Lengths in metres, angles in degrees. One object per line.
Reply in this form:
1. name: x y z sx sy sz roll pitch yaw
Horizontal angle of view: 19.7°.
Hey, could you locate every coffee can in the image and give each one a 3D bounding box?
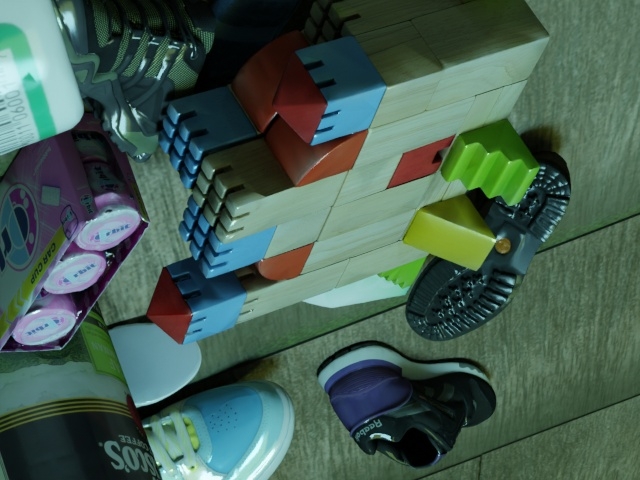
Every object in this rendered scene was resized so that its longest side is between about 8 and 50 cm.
1. coffee can: -0.248 0.176 1.563 0.201 0.275 0.201 -19 152 -10

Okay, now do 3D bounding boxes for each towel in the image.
1. towel: -0.060 -0.159 1.387 0.067 0.029 0.119 0 145 -36

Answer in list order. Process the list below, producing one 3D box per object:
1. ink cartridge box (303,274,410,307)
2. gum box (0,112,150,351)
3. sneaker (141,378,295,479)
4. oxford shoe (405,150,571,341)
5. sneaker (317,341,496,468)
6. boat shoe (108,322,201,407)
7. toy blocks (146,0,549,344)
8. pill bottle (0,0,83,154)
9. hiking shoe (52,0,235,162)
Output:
1. ink cartridge box: 0.000 0.000 1.689 0.225 0.056 0.181 -12 150 -25
2. gum box: -0.208 -0.008 1.454 0.062 0.107 0.188 -1 144 -37
3. sneaker: -0.191 0.222 1.850 0.319 0.127 0.208 -31 153 12
4. oxford shoe: 0.167 0.007 1.771 0.227 0.083 0.096 -49 -176 23
5. sneaker: 0.110 0.204 2.047 0.107 0.124 0.283 -39 149 27
6. boat shoe: -0.223 0.143 1.747 0.228 0.080 0.076 -23 170 -8
7. toy blocks: -0.003 -0.065 1.380 0.261 0.191 0.381 -19 154 -28
8. pill bottle: -0.339 -0.106 1.081 0.361 0.204 0.204 -19 152 -8
9. hiking shoe: -0.137 -0.150 1.303 0.114 0.086 0.227 -37 152 -2
